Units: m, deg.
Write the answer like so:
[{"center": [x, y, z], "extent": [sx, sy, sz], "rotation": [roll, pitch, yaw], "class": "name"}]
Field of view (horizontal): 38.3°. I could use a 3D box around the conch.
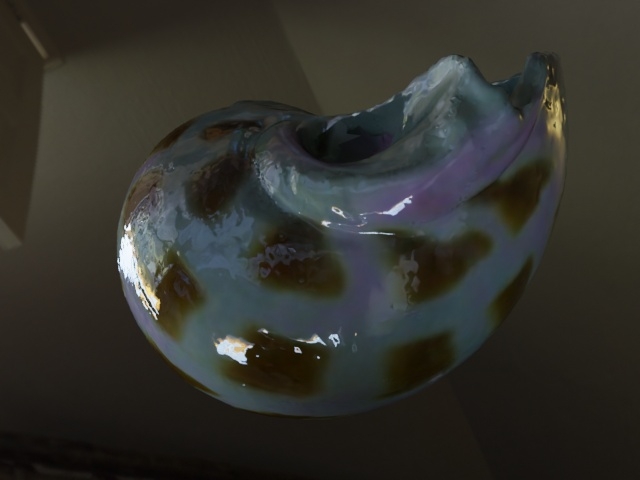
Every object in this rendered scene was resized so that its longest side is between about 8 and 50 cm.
[{"center": [0.000, 0.000, 0.575], "extent": [0.249, 0.197, 0.368], "rotation": [-28, -163, -25], "class": "conch"}]
